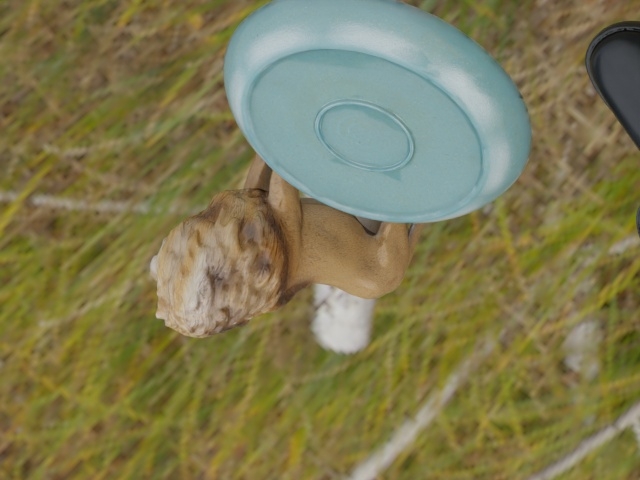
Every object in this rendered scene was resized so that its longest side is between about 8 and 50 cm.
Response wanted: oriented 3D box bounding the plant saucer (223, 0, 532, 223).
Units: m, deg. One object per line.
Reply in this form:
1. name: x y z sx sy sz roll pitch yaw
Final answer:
1. plant saucer: 0.048 -0.114 1.650 0.318 0.043 0.317 14 145 10

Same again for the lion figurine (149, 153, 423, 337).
1. lion figurine: 0.000 0.000 1.891 0.142 0.392 0.240 4 87 60

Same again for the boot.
1. boot: 0.313 -0.072 1.478 0.094 0.207 0.246 -40 94 30
